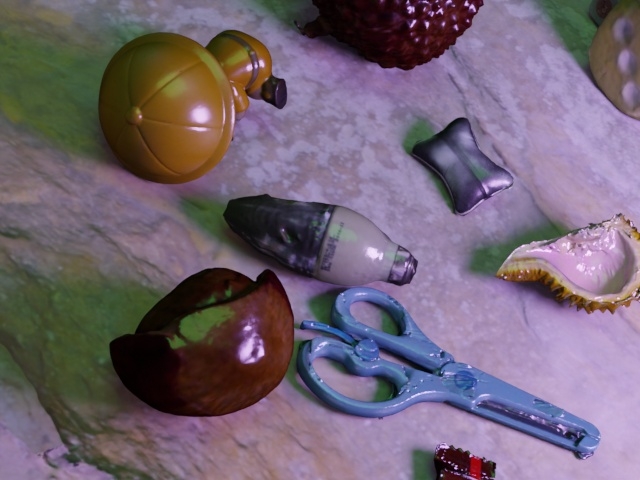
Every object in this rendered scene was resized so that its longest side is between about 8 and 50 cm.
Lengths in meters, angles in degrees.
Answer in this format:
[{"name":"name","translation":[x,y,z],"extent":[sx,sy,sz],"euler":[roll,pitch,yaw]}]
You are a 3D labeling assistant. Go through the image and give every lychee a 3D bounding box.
[{"name":"lychee","translation":[0.098,-0.375,1.592],"extent":[0.264,0.300,0.264],"euler":[44,31,-35]}]

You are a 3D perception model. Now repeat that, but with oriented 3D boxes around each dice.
[{"name":"dice","translation":[0.538,-0.298,1.711],"extent":[0.169,0.169,0.166],"euler":[-24,65,-31]}]

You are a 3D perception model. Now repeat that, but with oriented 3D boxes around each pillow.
[{"name":"pillow","translation":[0.198,-0.106,1.535],"extent":[0.091,0.055,0.135],"euler":[-19,61,-26]}]

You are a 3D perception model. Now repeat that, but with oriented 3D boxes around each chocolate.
[{"name":"chocolate","translation":[0.154,0.317,1.228],"extent":[0.086,0.028,0.182],"euler":[19,52,-13]}]

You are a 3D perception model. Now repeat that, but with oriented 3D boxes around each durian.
[{"name":"durian","translation":[0.333,0.042,1.462],"extent":[0.224,0.078,0.140],"euler":[-4,68,-8]}]

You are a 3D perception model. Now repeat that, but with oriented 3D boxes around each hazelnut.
[{"name":"hazelnut","translation":[-0.128,0.108,1.199],"extent":[0.202,0.170,0.160],"euler":[1,52,-29]}]

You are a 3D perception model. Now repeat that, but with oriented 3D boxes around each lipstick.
[{"name":"lipstick","translation":[0.545,-0.405,1.869],"extent":[0.186,0.063,0.057],"euler":[-12,60,-32]}]

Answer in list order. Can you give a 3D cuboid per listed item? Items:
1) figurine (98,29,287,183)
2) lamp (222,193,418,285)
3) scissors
[{"name":"figurine","translation":[-0.170,-0.191,1.415],"extent":[0.192,0.167,0.257],"euler":[26,48,20]},{"name":"lamp","translation":[0.000,0.000,1.368],"extent":[0.250,0.101,0.101],"euler":[17,51,5]},{"name":"scissors","translation":[0.158,0.175,1.330],"extent":[0.393,0.032,0.180],"euler":[23,52,-1]}]
